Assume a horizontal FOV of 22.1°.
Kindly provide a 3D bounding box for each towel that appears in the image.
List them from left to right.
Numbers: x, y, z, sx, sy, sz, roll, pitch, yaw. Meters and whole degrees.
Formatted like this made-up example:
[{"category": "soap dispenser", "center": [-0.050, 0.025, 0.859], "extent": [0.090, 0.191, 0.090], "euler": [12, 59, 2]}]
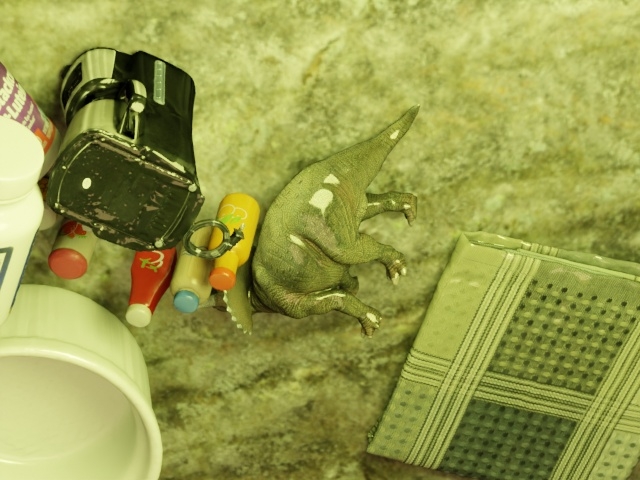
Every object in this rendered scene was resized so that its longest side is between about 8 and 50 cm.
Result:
[{"category": "towel", "center": [0.239, 0.140, 1.767], "extent": [0.312, 0.056, 0.324], "euler": [14, 124, -12]}]

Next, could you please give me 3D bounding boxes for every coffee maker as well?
[{"category": "coffee maker", "center": [-0.161, -0.076, 1.483], "extent": [0.120, 0.178, 0.171], "euler": [-33, 120, 18]}]

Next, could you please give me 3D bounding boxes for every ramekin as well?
[{"category": "ramekin", "center": [-0.300, 0.177, 1.673], "extent": [0.277, 0.135, 0.277], "euler": [-3, 125, -4]}]

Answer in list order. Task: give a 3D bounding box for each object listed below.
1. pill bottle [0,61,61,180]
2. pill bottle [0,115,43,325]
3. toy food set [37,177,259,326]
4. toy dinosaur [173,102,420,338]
[{"category": "pill bottle", "center": [-0.330, -0.129, 1.471], "extent": [0.108, 0.108, 0.193], "euler": [-29, 123, 14]}, {"category": "pill bottle", "center": [-0.302, -0.014, 1.421], "extent": [0.112, 0.112, 0.187], "euler": [14, 130, -15]}, {"category": "toy food set", "center": [-0.180, 0.012, 1.562], "extent": [0.232, 0.104, 0.111], "euler": [7, 134, 4]}, {"category": "toy dinosaur", "center": [0.000, 0.000, 1.592], "extent": [0.160, 0.121, 0.313], "euler": [19, 124, -26]}]
